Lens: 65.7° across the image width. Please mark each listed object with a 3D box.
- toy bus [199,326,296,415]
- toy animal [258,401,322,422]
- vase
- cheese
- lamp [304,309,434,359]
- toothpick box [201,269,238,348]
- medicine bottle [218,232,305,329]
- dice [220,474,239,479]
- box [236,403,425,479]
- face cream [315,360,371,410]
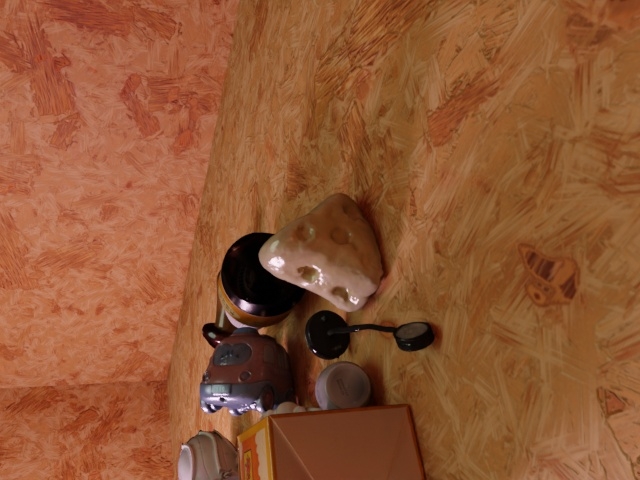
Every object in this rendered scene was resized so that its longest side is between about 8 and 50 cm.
[{"bbox_3d":[-0.191,0.366,1.382,0.197,0.294,0.232,-8,66,23],"label":"toy bus"},{"bbox_3d":[-0.046,0.476,1.141,0.249,0.174,0.289,-42,12,15],"label":"toy animal"},{"bbox_3d":[-0.355,0.871,1.736,0.445,0.249,0.250,22,107,60],"label":"vase"},{"bbox_3d":[0.001,-0.001,1.085,0.174,0.251,0.248,120,161,-44],"label":"cheese"},{"bbox_3d":[0.104,0.204,1.002,0.371,0.130,0.109,-8,103,52],"label":"lamp"},{"bbox_3d":[-0.319,0.254,1.798,0.192,0.192,0.295,15,95,66],"label":"toothpick box"},{"bbox_3d":[-0.179,0.152,1.453,0.395,0.242,0.243,113,152,-61],"label":"medicine bottle"},{"bbox_3d":[-0.191,0.805,1.330,0.251,0.259,0.243,-147,66,-64],"label":"dice"},{"bbox_3d":[0.018,0.448,0.875,0.214,0.283,0.260,129,139,-50],"label":"box"},{"bbox_3d":[0.049,0.308,1.025,0.104,0.117,0.117,105,160,-67],"label":"face cream"}]
